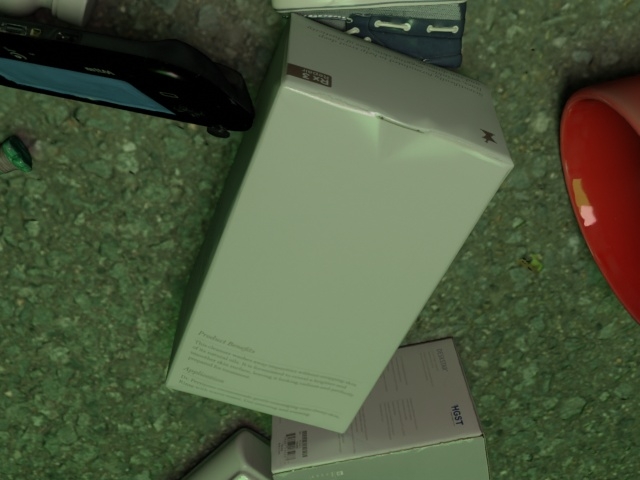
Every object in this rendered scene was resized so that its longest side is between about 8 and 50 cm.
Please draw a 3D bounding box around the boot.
[{"bbox_3d":[0.049,-0.204,0.799,0.190,0.069,0.086,-3,113,-2],"label":"boot"}]

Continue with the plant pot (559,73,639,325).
[{"bbox_3d":[0.405,-0.061,0.803,0.243,0.275,0.275,-22,118,-1],"label":"plant pot"}]

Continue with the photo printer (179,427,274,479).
[{"bbox_3d":[-0.117,0.419,1.110,0.307,0.107,0.256,-42,113,18],"label":"photo printer"}]

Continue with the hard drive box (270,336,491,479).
[{"bbox_3d":[0.064,0.218,0.969,0.232,0.181,0.089,-11,119,4],"label":"hard drive box"}]

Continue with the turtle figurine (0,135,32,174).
[{"bbox_3d":[-0.420,-0.054,0.833,0.234,0.118,0.175,-37,130,-1],"label":"turtle figurine"}]

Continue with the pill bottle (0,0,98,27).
[{"bbox_3d":[-0.295,-0.270,0.718,0.216,0.121,0.121,20,116,-14],"label":"pill bottle"}]

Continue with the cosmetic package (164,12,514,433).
[{"bbox_3d":[0.000,0.000,0.831,0.217,0.156,0.385,19,124,-13],"label":"cosmetic package"}]

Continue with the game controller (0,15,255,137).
[{"bbox_3d":[-0.218,-0.150,0.721,0.319,0.166,0.067,13,94,17],"label":"game controller"}]
